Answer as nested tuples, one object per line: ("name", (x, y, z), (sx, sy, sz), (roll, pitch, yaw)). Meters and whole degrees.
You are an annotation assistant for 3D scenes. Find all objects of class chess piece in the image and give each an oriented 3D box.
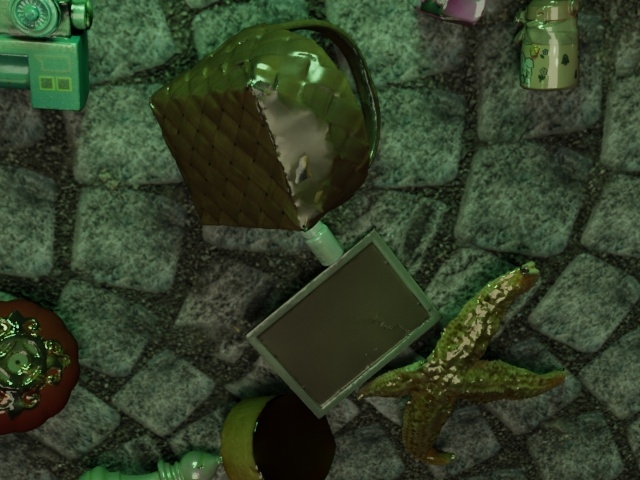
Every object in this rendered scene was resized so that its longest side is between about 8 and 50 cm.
("chess piece", (-0.309, 0.460, 1.631), (0.271, 0.139, 0.139), (-19, 117, -9))

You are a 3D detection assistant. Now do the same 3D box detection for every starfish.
("starfish", (0.288, 0.248, 1.575), (0.432, 0.082, 0.324), (-39, 119, 15))

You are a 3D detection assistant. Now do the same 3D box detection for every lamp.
("lamp", (-0.519, 0.210, 1.433), (0.226, 0.227, 0.227), (-2, 117, -4))

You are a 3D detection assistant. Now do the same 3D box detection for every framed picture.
("framed picture", (0.044, 0.149, 1.517), (0.293, 0.018, 0.231), (-39, 114, -1))

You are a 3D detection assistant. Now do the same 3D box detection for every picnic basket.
("picnic basket", (-0.033, -0.182, 1.265), (0.337, 0.337, 0.293), (-18, 110, 4))

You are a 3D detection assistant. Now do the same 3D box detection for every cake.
("cake", (-0.100, 0.382, 1.578), (0.207, 0.185, 0.178), (16, 157, -33))

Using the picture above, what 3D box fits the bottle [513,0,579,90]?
("bottle", (0.348, -0.309, 1.311), (0.098, 0.099, 0.152), (-6, 110, -2))

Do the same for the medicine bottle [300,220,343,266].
("medicine bottle", (0.000, 0.000, 1.455), (0.047, 0.047, 0.083), (-32, 114, 11))

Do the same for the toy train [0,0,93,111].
("toy train", (-0.477, -0.287, 1.232), (0.298, 0.120, 0.194), (3, 121, -6))

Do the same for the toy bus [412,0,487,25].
("toy bus", (0.218, -0.442, 1.221), (0.090, 0.112, 0.274), (9, 116, -17))
